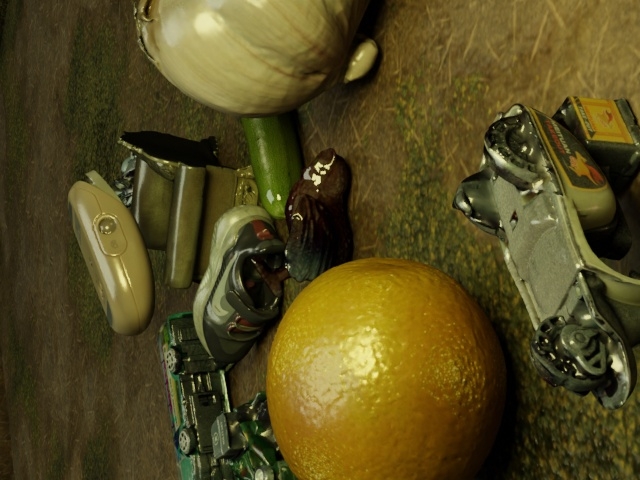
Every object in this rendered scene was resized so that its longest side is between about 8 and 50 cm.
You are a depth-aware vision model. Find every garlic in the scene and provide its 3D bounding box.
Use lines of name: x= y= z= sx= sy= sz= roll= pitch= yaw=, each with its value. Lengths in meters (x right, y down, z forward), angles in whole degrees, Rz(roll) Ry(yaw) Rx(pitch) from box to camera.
garlic: x=-0.058 y=-0.282 z=1.356 sx=0.322 sy=0.241 sz=0.322 roll=-23 pitch=44 yaw=24

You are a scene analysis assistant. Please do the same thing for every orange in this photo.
orange: x=0.057 y=0.129 z=1.092 sx=0.236 sy=0.236 sz=0.236 roll=-178 pitch=90 yaw=-67

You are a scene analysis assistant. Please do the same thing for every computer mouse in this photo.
computer mouse: x=-0.289 y=0.019 z=1.723 sx=0.145 sy=0.082 sz=0.237 roll=109 pitch=140 yaw=-64

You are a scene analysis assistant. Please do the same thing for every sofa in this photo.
sofa: x=-0.212 y=-0.044 z=1.763 sx=0.258 sy=0.182 sz=0.200 roll=-144 pitch=58 yaw=-62

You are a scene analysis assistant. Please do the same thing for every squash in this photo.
squash: x=-0.064 y=-0.132 z=1.571 sx=0.066 sy=0.066 sz=0.252 roll=121 pitch=142 yaw=-49

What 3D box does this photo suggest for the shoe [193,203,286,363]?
shoe: x=-0.099 y=0.069 z=1.613 sx=0.112 sy=0.099 sz=0.228 roll=35 pitch=120 yaw=54

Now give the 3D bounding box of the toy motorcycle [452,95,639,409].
toy motorcycle: x=0.191 y=0.004 z=0.868 sx=0.091 sy=0.157 sz=0.263 roll=114 pitch=150 yaw=-46

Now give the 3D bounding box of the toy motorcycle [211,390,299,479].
toy motorcycle: x=-0.072 y=0.332 z=1.504 sx=0.187 sy=0.124 sz=0.275 roll=-44 pitch=46 yaw=46

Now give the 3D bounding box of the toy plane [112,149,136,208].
toy plane: x=-0.297 y=-0.123 z=2.095 sx=0.246 sy=0.078 sz=0.169 roll=-32 pitch=32 yaw=60

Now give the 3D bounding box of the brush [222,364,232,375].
brush: x=-0.141 y=0.189 z=1.795 sx=0.083 sy=0.013 sz=0.016 roll=-50 pitch=47 yaw=50

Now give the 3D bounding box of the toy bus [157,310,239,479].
toy bus: x=-0.178 y=0.237 z=1.767 sx=0.109 sy=0.091 sz=0.262 roll=142 pitch=122 yaw=-61

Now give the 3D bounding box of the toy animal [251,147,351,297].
toy animal: x=0.002 y=-0.008 z=1.414 sx=0.179 sy=0.116 sz=0.218 roll=-60 pitch=-4 yaw=-1
